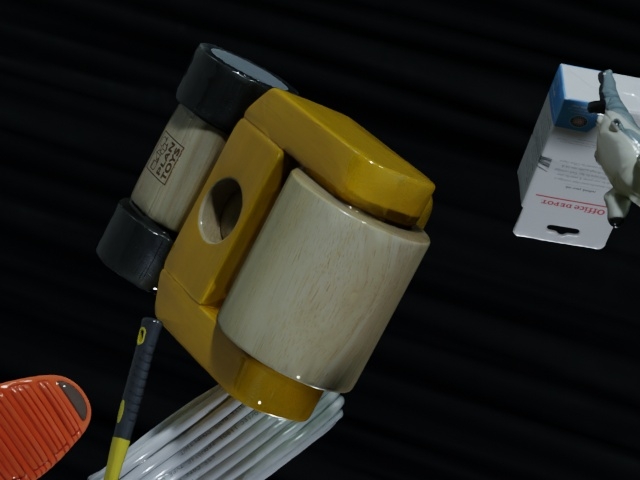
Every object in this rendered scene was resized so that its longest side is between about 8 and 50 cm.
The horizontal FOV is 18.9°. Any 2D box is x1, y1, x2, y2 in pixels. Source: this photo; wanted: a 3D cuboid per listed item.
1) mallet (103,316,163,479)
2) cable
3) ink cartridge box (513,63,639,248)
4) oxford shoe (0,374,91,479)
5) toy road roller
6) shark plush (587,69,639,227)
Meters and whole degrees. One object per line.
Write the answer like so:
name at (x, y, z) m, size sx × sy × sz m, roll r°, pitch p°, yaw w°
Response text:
mallet at (-0.137, 0.148, 1.355) m, size 0.039 × 0.062 × 0.190 m, roll 21°, pitch 84°, yaw -36°
cable at (-0.098, 0.184, 1.610) m, size 0.257 × 0.089 × 0.257 m, roll -33°, pitch 176°, yaw -39°
ink cartridge box at (0.261, -0.082, 1.924) m, size 0.060 × 0.104 × 0.180 m, roll -92°, pitch -165°, yaw -48°
oxford shoe at (-0.334, 0.210, 1.772) m, size 0.271 × 0.097 × 0.098 m, roll -29°, pitch 174°, yaw -29°
toy road roller at (0.000, 0.000, 1.530) m, size 0.240 × 0.329 × 0.202 m, roll 19°, pitch 104°, yaw -37°
shark plush at (0.259, -0.070, 1.595) m, size 0.161 × 0.067 × 0.073 m, roll 62°, pitch -40°, yaw 43°
